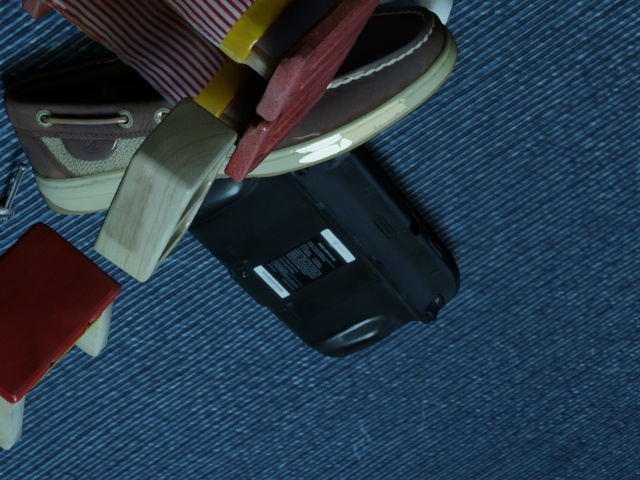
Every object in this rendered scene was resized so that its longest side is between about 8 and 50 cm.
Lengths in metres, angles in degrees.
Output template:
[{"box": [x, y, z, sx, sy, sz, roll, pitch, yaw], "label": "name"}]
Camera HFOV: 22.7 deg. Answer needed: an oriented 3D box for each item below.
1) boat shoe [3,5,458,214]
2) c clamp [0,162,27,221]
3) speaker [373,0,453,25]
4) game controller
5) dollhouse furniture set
[{"box": [-0.072, -0.123, 1.190, 0.342, 0.123, 0.123, -14, 125, 13], "label": "boat shoe"}, {"box": [-0.322, -0.013, 1.270, 0.160, 0.022, 0.137, -4, 139, -24], "label": "c clamp"}, {"box": [0.038, -0.201, 1.220, 0.136, 0.055, 0.055, 22, 121, -40], "label": "speaker"}, {"box": [0.000, 0.000, 1.415, 0.166, 0.067, 0.319, -22, 140, 18], "label": "game controller"}, {"box": [-0.142, -0.087, 0.982, 0.374, 0.201, 0.152, -50, 176, -37], "label": "dollhouse furniture set"}]
